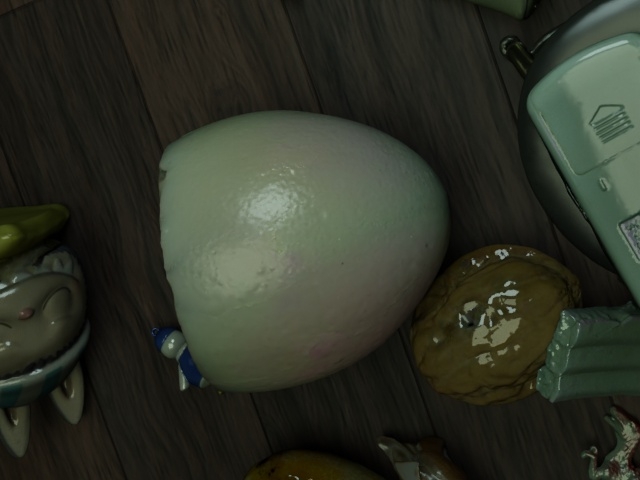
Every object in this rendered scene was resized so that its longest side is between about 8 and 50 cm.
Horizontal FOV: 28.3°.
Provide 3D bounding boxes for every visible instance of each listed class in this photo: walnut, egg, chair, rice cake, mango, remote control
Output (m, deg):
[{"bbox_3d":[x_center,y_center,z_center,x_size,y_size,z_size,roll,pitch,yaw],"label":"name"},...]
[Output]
[{"bbox_3d":[0.225,0.110,1.636,0.245,0.198,0.198,-34,89,14],"label":"walnut"},{"bbox_3d":[0.000,0.000,1.615,0.339,0.354,0.355,-11,97,9],"label":"egg"},{"bbox_3d":[0.400,-0.135,1.412,0.362,0.410,0.365,-27,92,21],"label":"chair"},{"bbox_3d":[0.382,0.140,1.595,0.043,0.237,0.127,41,120,52],"label":"rice cake"},{"bbox_3d":[0.032,0.408,1.785,0.316,0.146,0.193,30,116,4],"label":"mango"},{"bbox_3d":[0.315,-0.048,1.208,0.140,0.056,0.296,-31,89,22],"label":"remote control"}]

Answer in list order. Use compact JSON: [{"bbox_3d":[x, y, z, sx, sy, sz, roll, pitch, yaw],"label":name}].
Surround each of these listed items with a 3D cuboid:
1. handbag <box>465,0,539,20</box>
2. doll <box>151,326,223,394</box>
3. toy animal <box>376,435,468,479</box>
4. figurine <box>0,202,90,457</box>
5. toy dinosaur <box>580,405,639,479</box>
[{"bbox_3d":[0.143,-0.405,1.578,0.315,0.109,0.241,21,140,13],"label":"handbag"},{"bbox_3d":[-0.190,0.169,1.857,0.143,0.057,0.099,32,87,11],"label":"doll"},{"bbox_3d":[0.161,0.325,1.750,0.188,0.179,0.089,43,116,46],"label":"toy animal"},{"bbox_3d":[-0.510,0.148,1.856,0.361,0.266,0.378,-2,100,24],"label":"figurine"},{"bbox_3d":[0.444,0.354,1.680,0.242,0.053,0.167,35,102,18],"label":"toy dinosaur"}]
